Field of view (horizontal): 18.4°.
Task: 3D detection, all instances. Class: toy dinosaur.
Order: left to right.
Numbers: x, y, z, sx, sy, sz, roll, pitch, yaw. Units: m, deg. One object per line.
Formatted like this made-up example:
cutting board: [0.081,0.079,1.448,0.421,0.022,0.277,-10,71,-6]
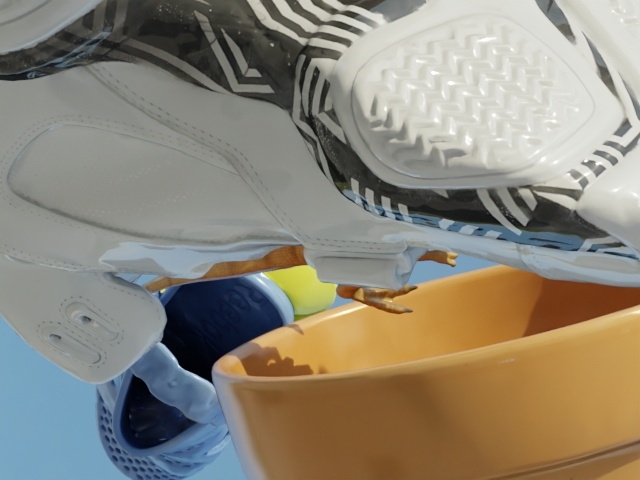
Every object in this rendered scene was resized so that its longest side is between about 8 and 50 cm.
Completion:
toy dinosaur: [0.000,0.000,1.029,0.211,0.112,0.064,-18,-115,7]

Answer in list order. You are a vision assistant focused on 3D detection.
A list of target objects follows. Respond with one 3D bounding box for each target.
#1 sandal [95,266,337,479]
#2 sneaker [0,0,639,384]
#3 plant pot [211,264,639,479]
sandal: [-0.105,0.098,1.377,0.126,0.138,0.317,36,-35,3]
sneaker: [-0.014,-0.033,0.774,0.365,0.137,0.210,21,-40,8]
plant pot: [0.107,0.127,1.015,0.290,0.291,0.204,-9,-82,40]
